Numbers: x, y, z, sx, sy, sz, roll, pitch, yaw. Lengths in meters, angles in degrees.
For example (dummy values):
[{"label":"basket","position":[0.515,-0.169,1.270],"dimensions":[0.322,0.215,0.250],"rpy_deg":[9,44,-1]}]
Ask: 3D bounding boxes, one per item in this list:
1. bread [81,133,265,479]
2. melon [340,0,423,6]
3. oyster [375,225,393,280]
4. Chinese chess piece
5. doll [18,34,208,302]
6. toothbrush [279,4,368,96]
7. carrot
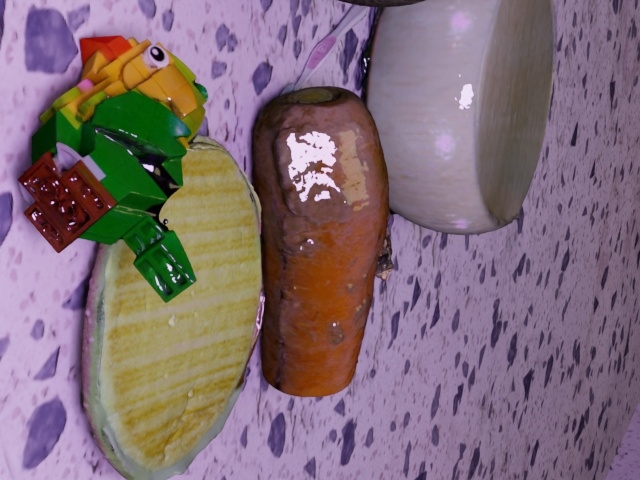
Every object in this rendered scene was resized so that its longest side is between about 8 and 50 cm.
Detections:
[{"label":"bread","position":[-0.124,0.057,1.146],"dimensions":[0.301,0.045,0.301],"rpy_deg":[8,90,-69]},{"label":"melon","position":[0.049,-0.319,1.141],"dimensions":[0.301,0.237,0.237],"rpy_deg":[7,93,-67]},{"label":"oyster","position":[0.076,0.010,1.614],"dimensions":[0.054,0.019,0.083],"rpy_deg":[-34,130,-60]},{"label":"Chinese chess piece","position":[0.171,-0.181,1.597],"dimensions":[0.349,0.146,0.349],"rpy_deg":[9,90,-67]},{"label":"doll","position":[-0.139,-0.065,0.969],"dimensions":[0.134,0.106,0.186],"rpy_deg":[27,50,-24]},{"label":"toothbrush","position":[0.003,-0.193,1.370],"dimensions":[0.204,0.017,0.022],"rpy_deg":[-54,165,-45]},{"label":"carrot","position":[0.000,0.000,1.301],"dimensions":[0.139,0.138,0.302],"rpy_deg":[-46,143,-52]}]
